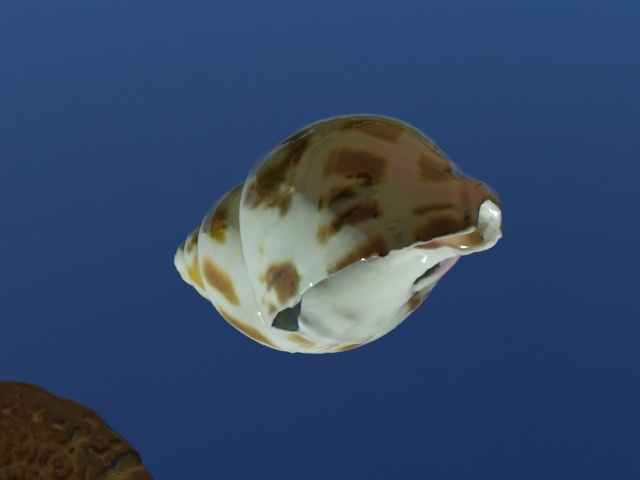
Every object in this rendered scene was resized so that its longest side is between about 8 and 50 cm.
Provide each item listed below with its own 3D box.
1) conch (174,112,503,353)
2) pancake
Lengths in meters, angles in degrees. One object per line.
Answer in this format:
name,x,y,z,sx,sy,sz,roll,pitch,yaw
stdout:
conch,0.001,0.000,1.258,0.368,0.197,0.249,-38,167,34
pancake,-0.173,0.164,0.732,0.199,0.199,0.021,-28,174,-33
